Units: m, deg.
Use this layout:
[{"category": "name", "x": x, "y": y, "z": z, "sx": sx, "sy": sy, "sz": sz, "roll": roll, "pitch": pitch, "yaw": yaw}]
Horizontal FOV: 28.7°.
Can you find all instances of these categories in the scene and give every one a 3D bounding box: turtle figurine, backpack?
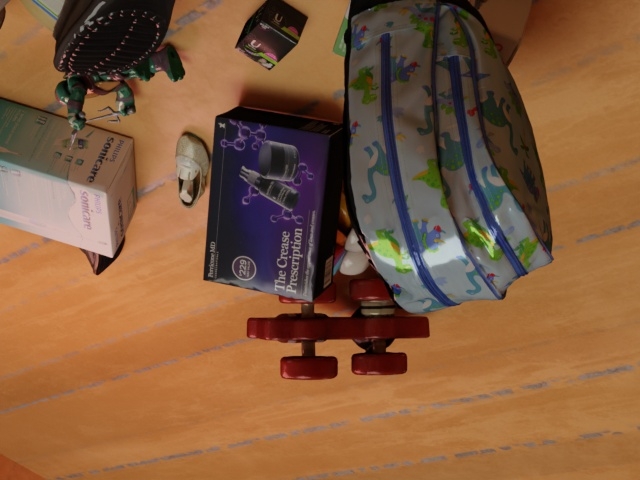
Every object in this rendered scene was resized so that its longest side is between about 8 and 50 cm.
[{"category": "turtle figurine", "x": -0.326, "y": -0.227, "z": 1.871, "sx": 0.234, "sy": 0.175, "sz": 0.118, "roll": -20, "pitch": 102, "yaw": 34}, {"category": "backpack", "x": 0.138, "y": -0.091, "z": 1.430, "sx": 0.274, "sy": 0.355, "sz": 0.290, "roll": 1, "pitch": 145, "yaw": 25}]

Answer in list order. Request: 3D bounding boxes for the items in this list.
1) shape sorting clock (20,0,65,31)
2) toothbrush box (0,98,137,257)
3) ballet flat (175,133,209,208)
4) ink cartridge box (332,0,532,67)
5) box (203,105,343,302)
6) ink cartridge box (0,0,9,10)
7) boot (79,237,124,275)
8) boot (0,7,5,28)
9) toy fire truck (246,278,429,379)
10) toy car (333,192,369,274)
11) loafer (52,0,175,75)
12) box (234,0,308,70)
[{"category": "shape sorting clock", "x": -0.343, "y": -0.357, "z": 1.766, "sx": 0.206, "sy": 0.040, "sz": 0.206, "roll": 15, "pitch": 144, "yaw": 11}, {"category": "toothbrush box", "x": -0.476, "y": -0.111, "z": 2.152, "sx": 0.296, "sy": 0.126, "sz": 0.216, "roll": 17, "pitch": 148, "yaw": 6}, {"category": "ballet flat", "x": -0.215, "y": -0.109, "z": 2.077, "sx": 0.057, "sy": 0.052, "sz": 0.168, "roll": 15, "pitch": 149, "yaw": 9}, {"category": "ink cartridge box", "x": 0.140, "y": -0.273, "z": 1.574, "sx": 0.213, "sy": 0.093, "sz": 0.154, "roll": 22, "pitch": 150, "yaw": -1}, {"category": "box", "x": -0.070, "y": -0.057, "z": 1.896, "sx": 0.184, "sy": 0.103, "sz": 0.261, "roll": 11, "pitch": 108, "yaw": 18}, {"category": "ink cartridge box", "x": -0.531, "y": -0.350, "z": 1.601, "sx": 0.131, "sy": 0.306, "sz": 0.226, "roll": -7, "pitch": 129, "yaw": 40}, {"category": "boot", "x": -0.434, "y": -0.013, "z": 2.361, "sx": 0.106, "sy": 0.082, "sz": 0.219, "roll": 40, "pitch": 155, "yaw": 8}, {"category": "boot", "x": -0.615, "y": -0.333, "z": 1.709, "sx": 0.138, "sy": 0.377, "sz": 0.284, "roll": -12, "pitch": 120, "yaw": 37}, {"category": "toy fire truck", "x": 0.030, "y": 0.153, "z": 2.238, "sx": 0.302, "sy": 0.169, "sz": 0.254, "roll": -1, "pitch": 179, "yaw": -11}, {"category": "toy car", "x": 0.000, "y": 0.000, "z": 2.024, "sx": 0.159, "sy": 0.136, "sz": 0.182, "roll": 29, "pitch": 151, "yaw": 11}, {"category": "loafer", "x": -0.257, "y": -0.348, "z": 1.649, "sx": 0.134, "sy": 0.130, "sz": 0.366, "roll": 1, "pitch": 151, "yaw": -35}, {"category": "box", "x": -0.068, "y": -0.284, "z": 1.714, "sx": 0.062, "sy": 0.052, "sz": 0.083, "roll": 30, "pitch": 147, "yaw": -19}]
